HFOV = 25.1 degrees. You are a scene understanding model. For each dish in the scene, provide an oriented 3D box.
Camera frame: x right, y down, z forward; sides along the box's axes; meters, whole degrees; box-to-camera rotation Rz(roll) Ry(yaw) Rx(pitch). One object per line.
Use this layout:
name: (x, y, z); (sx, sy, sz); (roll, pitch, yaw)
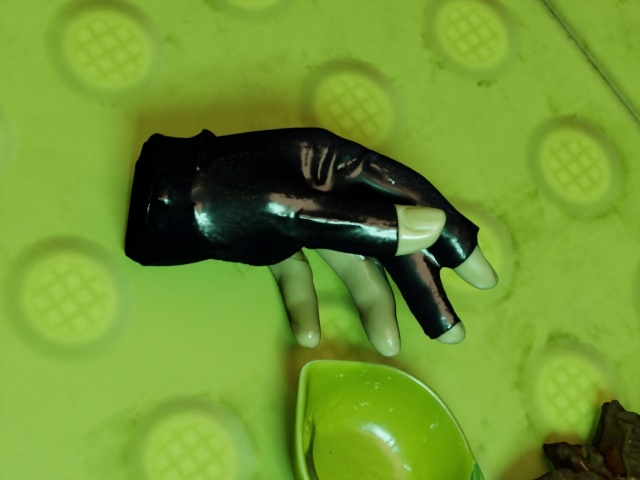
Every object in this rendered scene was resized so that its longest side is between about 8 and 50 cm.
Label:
dish: (0.043, 0.187, 1.139); (0.149, 0.080, 0.207); (-35, 85, -33)

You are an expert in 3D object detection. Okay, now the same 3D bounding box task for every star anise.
star anise: (0.251, 0.229, 1.181); (0.196, 0.111, 0.212); (-6, 67, -33)

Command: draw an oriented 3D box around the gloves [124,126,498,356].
gloves: (-0.003, -0.008, 1.129); (0.301, 0.197, 0.152); (27, 73, -9)
